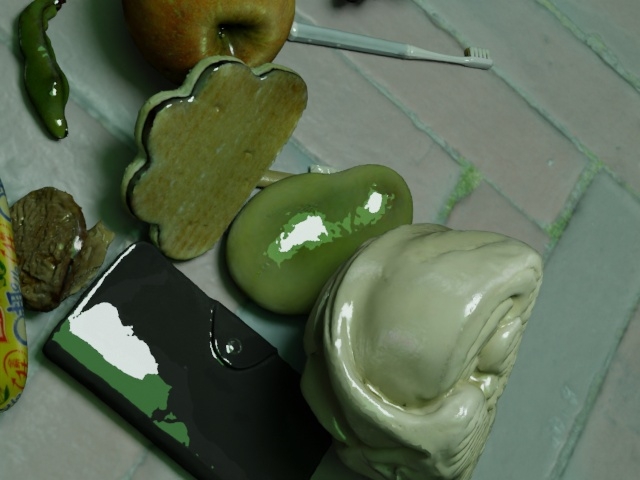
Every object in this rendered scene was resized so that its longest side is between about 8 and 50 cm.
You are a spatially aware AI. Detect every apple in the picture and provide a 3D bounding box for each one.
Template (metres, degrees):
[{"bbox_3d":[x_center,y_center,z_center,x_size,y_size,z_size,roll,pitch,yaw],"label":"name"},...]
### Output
[{"bbox_3d":[-0.150,-0.309,1.384,0.236,0.237,0.208,-13,54,-27],"label":"apple"}]

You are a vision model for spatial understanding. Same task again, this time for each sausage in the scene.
[{"bbox_3d":[-0.403,0.043,1.237,0.123,0.123,0.347,-6,80,-26],"label":"sausage"}]

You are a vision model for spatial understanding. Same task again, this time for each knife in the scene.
[{"bbox_3d":[-0.007,-0.083,1.512,0.297,0.017,0.047,8,70,-23],"label":"knife"}]

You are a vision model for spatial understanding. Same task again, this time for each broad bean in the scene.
[{"bbox_3d":[0.000,0.000,1.452,0.263,0.121,0.189,-22,93,-13],"label":"broad bean"},{"bbox_3d":[-0.348,-0.224,1.376,0.061,0.046,0.195,2,75,-22],"label":"broad bean"}]

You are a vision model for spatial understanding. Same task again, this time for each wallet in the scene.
[{"bbox_3d":[-0.145,0.180,1.363,0.377,0.051,0.197,43,63,-11],"label":"wallet"}]

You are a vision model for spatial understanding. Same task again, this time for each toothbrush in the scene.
[{"bbox_3d":[0.107,-0.286,1.612,0.342,0.025,0.030,3,71,-24],"label":"toothbrush"}]

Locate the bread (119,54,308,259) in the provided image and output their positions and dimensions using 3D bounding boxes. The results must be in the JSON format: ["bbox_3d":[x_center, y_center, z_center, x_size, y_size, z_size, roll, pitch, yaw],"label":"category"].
[{"bbox_3d":[-0.145,-0.118,1.351,0.286,0.056,0.207,-53,135,1],"label":"bread"}]

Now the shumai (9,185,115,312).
[{"bbox_3d":[-0.322,0.020,1.313,0.123,0.105,0.139,1,60,21],"label":"shumai"}]

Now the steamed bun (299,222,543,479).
[{"bbox_3d":[0.109,0.131,1.333,0.255,0.368,0.342,22,64,12],"label":"steamed bun"}]

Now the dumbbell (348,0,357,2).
[{"bbox_3d":[0.043,-0.457,1.536,0.290,0.192,0.192,38,64,-11],"label":"dumbbell"}]
